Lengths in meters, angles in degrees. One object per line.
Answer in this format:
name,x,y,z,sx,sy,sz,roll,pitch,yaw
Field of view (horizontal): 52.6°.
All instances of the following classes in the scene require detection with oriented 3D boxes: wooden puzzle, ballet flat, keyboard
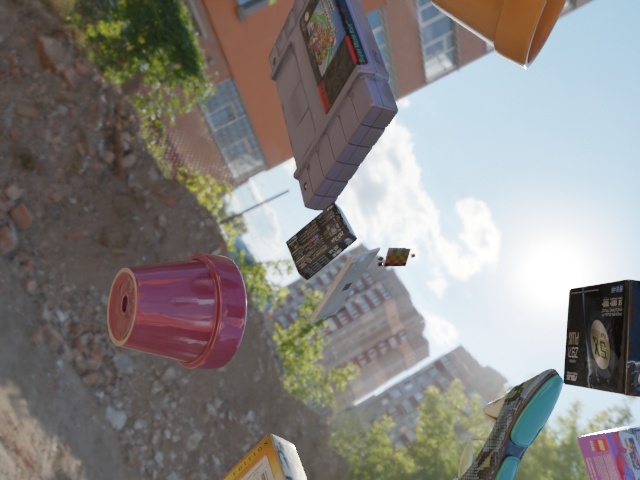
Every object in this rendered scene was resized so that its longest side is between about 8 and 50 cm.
wooden puzzle,0.162,0.035,1.371,0.006,0.083,0.049,-106,-159,-49
ballet flat,0.194,0.215,0.703,0.070,0.188,0.070,30,-9,5
keyboard,0.044,0.093,1.291,0.014,0.072,0.256,55,-36,20

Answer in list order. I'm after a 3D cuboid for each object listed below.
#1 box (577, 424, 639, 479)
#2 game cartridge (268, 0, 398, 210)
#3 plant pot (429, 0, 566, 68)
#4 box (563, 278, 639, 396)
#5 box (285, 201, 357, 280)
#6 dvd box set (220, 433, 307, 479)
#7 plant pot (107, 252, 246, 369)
box,0.546,0.468,1.094,0.057,0.201,0.293,-29,-118,40
game cartridge,0.003,-0.253,1.000,0.230,0.068,0.355,121,-36,-47
plant pot,0.310,-0.459,1.074,0.203,0.291,0.291,26,-21,16
box,0.413,0.136,0.896,0.180,0.077,0.147,115,-18,-82
box,0.000,0.000,0.804,0.018,0.083,0.067,41,15,-39
dvd box set,-0.095,0.506,0.826,0.062,0.307,0.420,37,11,-34
plant pot,-0.252,0.117,1.098,0.201,0.180,0.201,-13,-106,51
